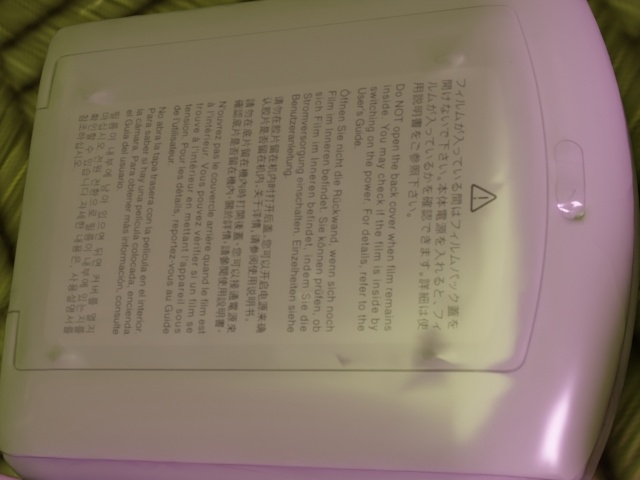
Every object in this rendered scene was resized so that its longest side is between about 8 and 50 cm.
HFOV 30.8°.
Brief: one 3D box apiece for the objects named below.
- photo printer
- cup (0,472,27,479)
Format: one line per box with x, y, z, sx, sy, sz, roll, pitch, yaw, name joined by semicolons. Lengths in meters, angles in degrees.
0.000;0.000;0.579;0.307;0.107;0.256;-3;74;22;photo printer
-0.142;0.287;0.424;0.237;0.331;0.331;-38;64;7;cup
